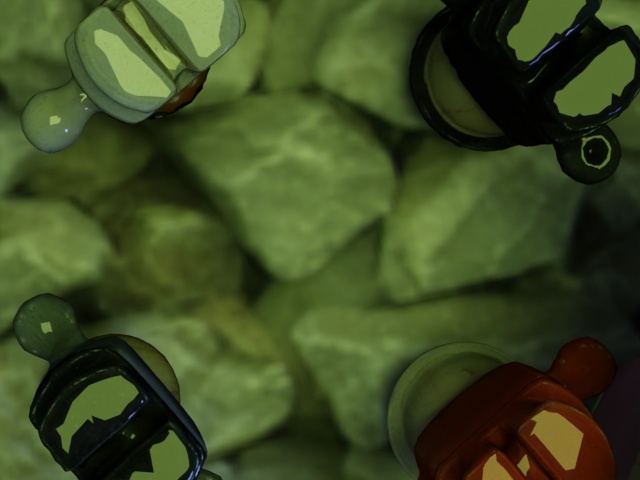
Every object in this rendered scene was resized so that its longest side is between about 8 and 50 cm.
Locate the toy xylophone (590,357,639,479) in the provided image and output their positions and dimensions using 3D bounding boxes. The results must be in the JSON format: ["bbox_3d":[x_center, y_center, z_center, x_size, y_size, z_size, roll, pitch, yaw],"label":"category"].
[{"bbox_3d":[0.192,0.196,0.588,0.323,0.081,0.236,58,41,-8],"label":"toy xylophone"}]

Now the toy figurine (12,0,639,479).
[{"bbox_3d":[0.000,0.000,0.568,0.209,0.148,0.213,2,93,-7],"label":"toy figurine"}]
